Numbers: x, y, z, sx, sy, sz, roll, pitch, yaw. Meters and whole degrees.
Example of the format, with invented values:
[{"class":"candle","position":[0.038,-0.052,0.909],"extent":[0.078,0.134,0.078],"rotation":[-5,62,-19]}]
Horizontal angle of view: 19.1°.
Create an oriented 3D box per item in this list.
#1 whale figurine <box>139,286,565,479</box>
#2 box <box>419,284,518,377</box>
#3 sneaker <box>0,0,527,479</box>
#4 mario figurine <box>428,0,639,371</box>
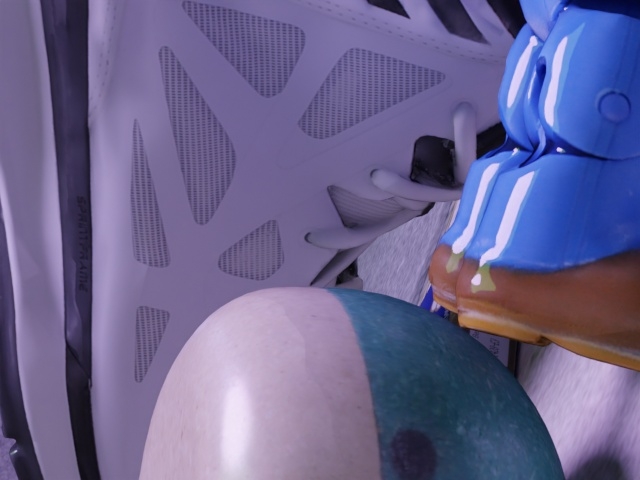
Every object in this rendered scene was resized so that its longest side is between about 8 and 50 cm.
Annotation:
[{"class":"whale figurine","position":[0.017,0.151,0.643],"extent":[0.216,0.141,0.272],"rotation":[132,137,-66]},{"class":"box","position":[0.040,0.111,0.964],"extent":[0.136,0.036,0.225],"rotation":[-76,9,-60]},{"class":"sneaker","position":[0.000,0.000,0.820],"extent":[0.169,0.257,0.447],"rotation":[-62,-32,-56]},{"class":"mario figurine","position":[0.141,-0.114,0.628],"extent":[0.198,0.170,0.320],"rotation":[20,99,50]}]
